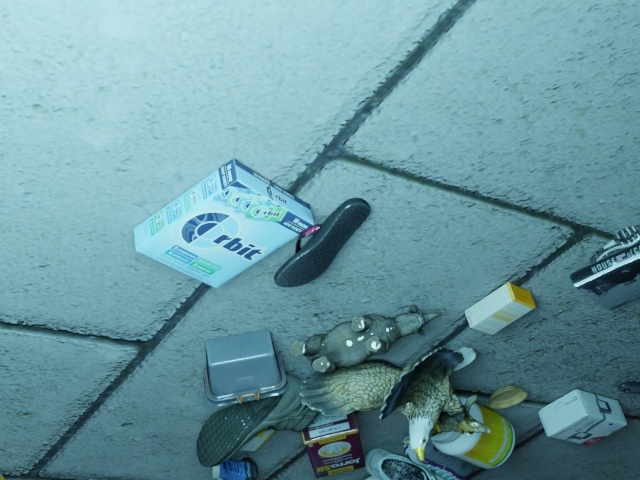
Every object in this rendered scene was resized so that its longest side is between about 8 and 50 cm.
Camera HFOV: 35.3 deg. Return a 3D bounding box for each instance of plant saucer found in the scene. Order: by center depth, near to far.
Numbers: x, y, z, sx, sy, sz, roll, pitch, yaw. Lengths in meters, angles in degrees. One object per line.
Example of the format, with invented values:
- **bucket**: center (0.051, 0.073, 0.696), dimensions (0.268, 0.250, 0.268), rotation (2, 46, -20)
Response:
- **plant saucer**: center (0.371, 0.310, 2.005), dimensions (0.084, 0.015, 0.083), rotation (-9, 146, -6)

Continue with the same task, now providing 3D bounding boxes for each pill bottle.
- **pill bottle**: center (0.285, 0.371, 1.974), dimensions (0.118, 0.117, 0.208), rotation (-32, 141, 25)

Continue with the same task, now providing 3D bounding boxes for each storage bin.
- **storage bin**: center (-0.126, 0.204, 1.624), dimensions (0.135, 0.098, 0.091), rotation (-10, 135, -5)

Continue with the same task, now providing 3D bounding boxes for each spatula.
- **spatula**: center (0.759, 0.304, 2.117), dimensions (0.297, 0.030, 0.084), rotation (-1, 143, -17)

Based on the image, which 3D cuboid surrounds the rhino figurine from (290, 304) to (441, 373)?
- **rhino figurine**: center (0.079, 0.155, 1.628), dimensions (0.243, 0.073, 0.106), rotation (-20, 168, 9)

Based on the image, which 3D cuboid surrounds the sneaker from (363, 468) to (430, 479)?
- **sneaker**: center (0.087, 0.645, 2.237), dimensions (0.410, 0.182, 0.158), rotation (-31, 142, 25)

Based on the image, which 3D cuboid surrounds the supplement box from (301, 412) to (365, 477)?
- **supplement box**: center (0.022, 0.374, 1.919), dimensions (0.104, 0.080, 0.188), rotation (-13, 146, -1)

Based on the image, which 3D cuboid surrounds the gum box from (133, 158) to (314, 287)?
- **gum box**: center (-0.128, -0.018, 1.344), dimensions (0.184, 0.041, 0.157), rotation (-32, 141, 24)

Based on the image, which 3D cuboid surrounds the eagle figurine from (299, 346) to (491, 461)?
- **eagle figurine**: center (0.149, 0.257, 1.682), dimensions (0.298, 0.225, 0.226), rotation (35, 101, -33)

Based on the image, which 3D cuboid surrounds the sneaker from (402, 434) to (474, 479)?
- **sneaker**: center (0.274, 0.441, 2.105), dimensions (0.098, 0.083, 0.224), rotation (-39, 138, 25)

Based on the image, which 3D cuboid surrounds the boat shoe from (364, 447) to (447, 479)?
- **boat shoe**: center (0.196, 0.504, 2.102), dimensions (0.228, 0.079, 0.081), rotation (29, 170, -20)

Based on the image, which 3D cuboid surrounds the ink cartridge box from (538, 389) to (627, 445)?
- **ink cartridge box**: center (0.551, 0.374, 2.115), dimensions (0.151, 0.063, 0.109), rotation (18, 135, -38)

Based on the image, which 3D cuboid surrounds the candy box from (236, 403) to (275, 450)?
- **candy box**: center (-0.123, 0.332, 1.856), dimensions (0.105, 0.027, 0.206), rotation (12, 138, -29)

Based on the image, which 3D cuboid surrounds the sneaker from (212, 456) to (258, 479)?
- **sneaker**: center (-0.166, 0.445, 1.972), dimensions (0.085, 0.058, 0.152), rotation (-7, 150, 0)

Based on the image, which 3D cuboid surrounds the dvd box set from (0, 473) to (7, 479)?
- **dvd box set**: center (-0.732, 0.457, 1.794), dimensions (0.308, 0.062, 0.420), rotation (-12, 146, -3)

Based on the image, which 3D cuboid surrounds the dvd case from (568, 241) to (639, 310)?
- **dvd case**: center (0.517, 0.049, 1.629), dimensions (0.179, 0.029, 0.239), rotation (-28, 157, 20)

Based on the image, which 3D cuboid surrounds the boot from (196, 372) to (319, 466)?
- **boot**: center (-0.092, 0.322, 1.760), dimensions (0.161, 0.083, 0.246), rotation (20, 122, -42)

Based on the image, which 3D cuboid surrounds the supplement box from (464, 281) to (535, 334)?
- **supplement box**: center (0.300, 0.114, 1.683), dimensions (0.062, 0.036, 0.098), rotation (21, 132, -40)

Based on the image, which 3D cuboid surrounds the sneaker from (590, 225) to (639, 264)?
- **sneaker**: center (0.482, 0.011, 1.604), dimensions (0.044, 0.040, 0.109), rotation (5, 148, -42)

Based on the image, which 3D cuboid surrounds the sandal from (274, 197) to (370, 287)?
- **sandal**: center (0.000, 0.000, 1.424), dimensions (0.179, 0.040, 0.067), rotation (-47, 141, 19)
